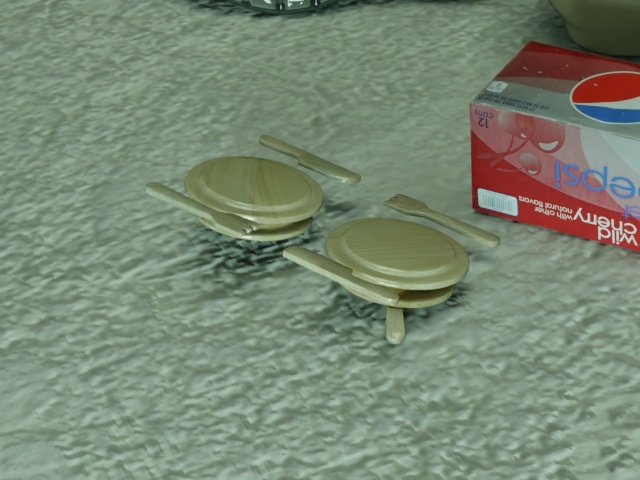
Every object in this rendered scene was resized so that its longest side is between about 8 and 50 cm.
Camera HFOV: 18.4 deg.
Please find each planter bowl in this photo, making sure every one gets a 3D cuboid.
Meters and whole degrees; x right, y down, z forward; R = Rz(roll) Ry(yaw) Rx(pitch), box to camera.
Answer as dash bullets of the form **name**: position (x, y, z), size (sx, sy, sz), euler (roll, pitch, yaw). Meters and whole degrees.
- **planter bowl**: position (0.223, -0.201, 1.425), size (0.162, 0.109, 0.162), euler (-2, 33, 1)

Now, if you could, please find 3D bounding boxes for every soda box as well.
- **soda box**: position (0.226, -0.043, 1.205), size (0.263, 0.083, 0.092), euler (16, 39, 27)

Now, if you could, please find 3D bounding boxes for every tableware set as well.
- **tableware set**: position (0.000, 0.000, 1.207), size (0.194, 0.039, 0.128), euler (25, 31, 28)

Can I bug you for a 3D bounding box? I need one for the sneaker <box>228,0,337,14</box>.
- **sneaker**: position (0.023, -0.232, 1.535), size (0.267, 0.101, 0.106), euler (-4, 11, 2)
